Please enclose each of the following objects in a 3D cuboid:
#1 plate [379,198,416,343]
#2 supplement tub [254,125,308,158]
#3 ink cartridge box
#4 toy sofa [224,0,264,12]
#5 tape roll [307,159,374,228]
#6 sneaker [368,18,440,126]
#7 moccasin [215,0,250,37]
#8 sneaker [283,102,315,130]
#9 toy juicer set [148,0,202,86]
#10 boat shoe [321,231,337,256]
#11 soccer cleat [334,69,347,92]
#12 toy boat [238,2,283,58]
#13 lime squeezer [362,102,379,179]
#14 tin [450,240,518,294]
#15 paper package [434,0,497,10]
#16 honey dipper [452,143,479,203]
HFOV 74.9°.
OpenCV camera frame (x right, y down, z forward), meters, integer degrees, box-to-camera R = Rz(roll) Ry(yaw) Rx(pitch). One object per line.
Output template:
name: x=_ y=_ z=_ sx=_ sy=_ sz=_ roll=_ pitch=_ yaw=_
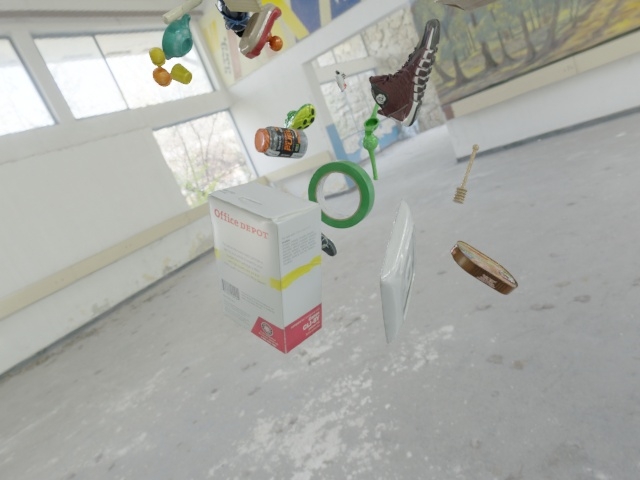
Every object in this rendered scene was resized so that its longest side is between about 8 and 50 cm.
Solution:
plate: x=0.207 y=0.083 z=1.068 sx=0.045 sy=0.277 sz=0.278 roll=7 pitch=49 yaw=19
supplement tub: x=-0.154 y=-0.382 z=1.628 sx=0.190 sy=0.117 sz=0.117 roll=-5 pitch=0 yaw=-37
ink cartridge box: x=-0.143 y=0.062 z=1.129 sx=0.279 sy=0.385 sz=0.160 roll=22 pitch=34 yaw=38
toy sofa: x=-0.189 y=-0.906 z=1.291 sx=0.150 sy=0.177 sz=0.363 roll=21 pitch=75 yaw=29
tape roll: x=0.097 y=-0.219 z=1.991 sx=0.321 sy=0.321 sz=0.077 roll=-16 pitch=11 yaw=31
sneaker: x=0.219 y=-0.468 z=1.154 sx=0.162 sy=0.281 sz=0.106 roll=20 pitch=29 yaw=14
moccasin: x=-0.339 y=-0.937 z=1.748 sx=0.137 sy=0.117 sz=0.342 roll=-6 pitch=13 yaw=5
sneaker: x=-0.117 y=-0.566 z=1.963 sx=0.109 sy=0.124 sz=0.295 roll=-12 pitch=-8 yaw=-27
toy juicer set: x=-0.521 y=-0.692 z=1.448 sx=0.209 sy=0.089 sz=0.329 roll=-48 pitch=-13 yaw=-50
boat shoe: x=0.000 y=0.000 z=2.315 sx=0.095 sy=0.254 sz=0.079 roll=-25 pitch=21 yaw=31
soccer cleat: x=0.058 y=-0.474 z=1.243 sx=0.029 sy=0.035 sz=0.083 roll=-34 pitch=45 yaw=45
toy boat: x=-0.214 y=-0.815 z=1.662 sx=0.151 sy=0.151 sz=0.231 roll=11 pitch=77 yaw=54
lime squeezer: x=0.191 y=-0.375 z=1.464 sx=0.058 sy=0.311 sz=0.110 roll=2 pitch=-1 yaw=43
tin: x=0.404 y=0.068 z=1.034 sx=0.040 sy=0.189 sz=0.106 roll=-54 pitch=12 yaw=30
paper package: x=0.589 y=-1.057 z=1.536 sx=0.168 sy=0.325 sz=0.309 roll=9 pitch=18 yaw=-10
honey dipper: x=0.384 y=-0.176 z=1.094 sx=0.030 sy=0.161 sz=0.030 roll=18 pitch=-3 yaw=1
